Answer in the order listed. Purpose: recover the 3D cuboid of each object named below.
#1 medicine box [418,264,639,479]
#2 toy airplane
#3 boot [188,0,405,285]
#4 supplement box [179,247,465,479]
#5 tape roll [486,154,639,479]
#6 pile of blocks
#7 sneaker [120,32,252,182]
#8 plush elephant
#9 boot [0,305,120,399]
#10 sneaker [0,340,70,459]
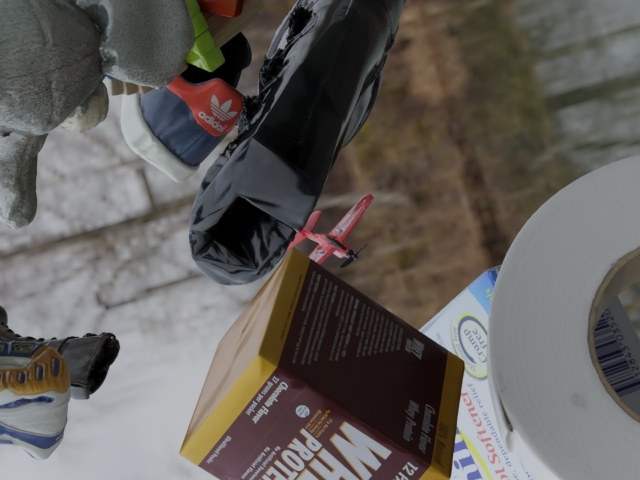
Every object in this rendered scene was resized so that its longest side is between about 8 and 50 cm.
[{"bbox_3d":[0.235,0.183,2.028,0.263,0.149,0.289,65,147,15],"label":"medicine box"},{"bbox_3d":[0.000,0.000,2.146,0.028,0.151,0.151,50,-165,-38],"label":"toy airplane"},{"bbox_3d":[-0.029,-0.107,2.018,0.367,0.146,0.445,108,180,-46],"label":"boot"},{"bbox_3d":[0.007,0.145,1.582,0.194,0.129,0.191,33,-153,-9],"label":"supplement box"},{"bbox_3d":[0.344,0.100,1.655,0.072,0.392,0.392,80,174,-64],"label":"tape roll"},{"bbox_3d":[-0.191,-0.194,1.731,0.112,0.362,0.149,27,127,49],"label":"pile of blocks"},{"bbox_3d":[-0.158,-0.221,2.055,0.131,0.148,0.350,33,-155,-40],"label":"sneaker"},{"bbox_3d":[-0.251,-0.138,1.402,0.255,0.272,0.330,-122,34,-42],"label":"plush elephant"},{"bbox_3d":[-0.382,0.155,2.449,0.263,0.229,0.091,-83,-15,-62],"label":"boot"},{"bbox_3d":[-0.415,0.178,1.920,0.112,0.296,0.131,-79,-6,-57],"label":"sneaker"}]
